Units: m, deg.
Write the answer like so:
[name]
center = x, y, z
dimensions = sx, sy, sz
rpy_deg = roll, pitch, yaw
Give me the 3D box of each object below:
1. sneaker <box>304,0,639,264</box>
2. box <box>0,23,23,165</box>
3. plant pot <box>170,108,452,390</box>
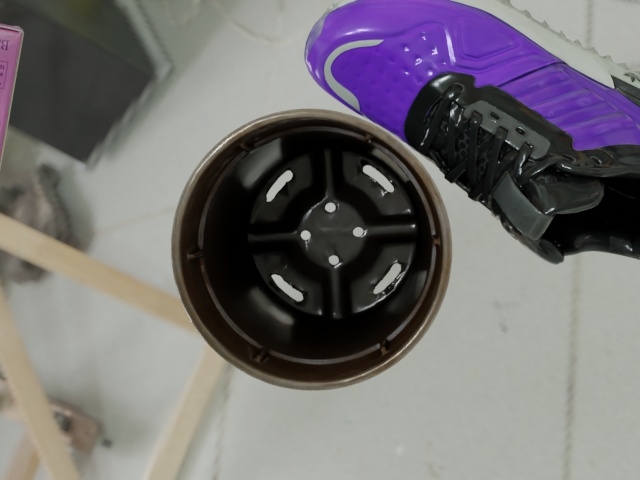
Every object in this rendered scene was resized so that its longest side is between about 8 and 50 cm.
[sneaker]
center = 0.125, -0.063, 1.027
dimensions = 0.146, 0.293, 0.102
rpy_deg = -75, 7, -46
[box]
center = -0.312, -0.052, 1.191
dimensions = 0.213, 0.117, 0.243
rpy_deg = -153, 72, -68
[plant pot]
center = 0.000, 0.000, 1.026
dimensions = 0.167, 0.167, 0.165
rpy_deg = -56, -1, 6
